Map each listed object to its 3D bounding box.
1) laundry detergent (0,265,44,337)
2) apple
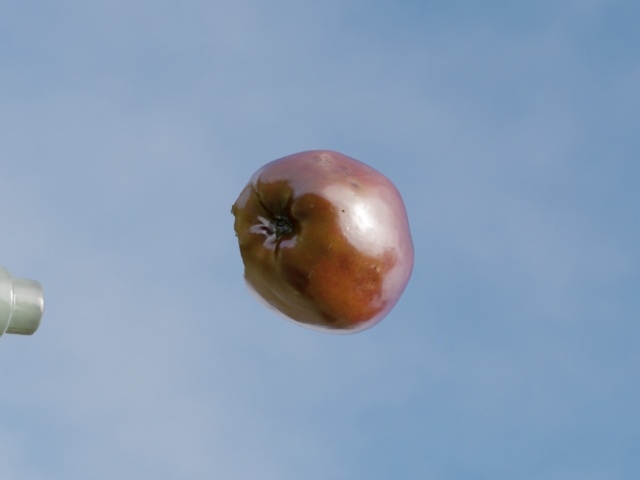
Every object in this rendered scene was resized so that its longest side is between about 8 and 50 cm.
[{"bbox_3d":[-0.500,0.060,1.997,0.398,0.124,0.264,8,-41,-30],"label":"laundry detergent"},{"bbox_3d":[0.005,0.002,1.610,0.147,0.156,0.158,20,3,20],"label":"apple"}]
